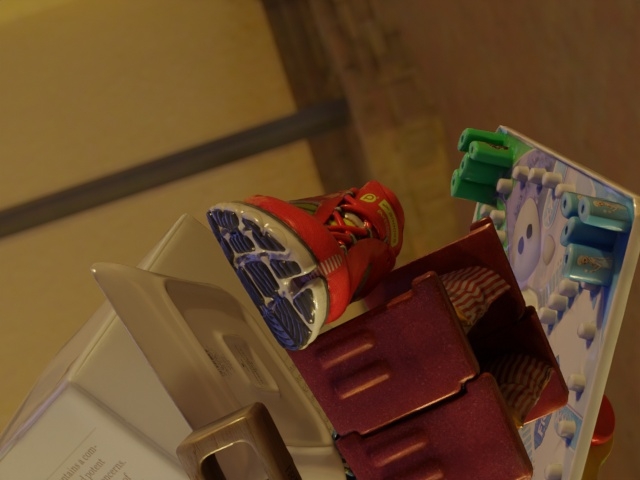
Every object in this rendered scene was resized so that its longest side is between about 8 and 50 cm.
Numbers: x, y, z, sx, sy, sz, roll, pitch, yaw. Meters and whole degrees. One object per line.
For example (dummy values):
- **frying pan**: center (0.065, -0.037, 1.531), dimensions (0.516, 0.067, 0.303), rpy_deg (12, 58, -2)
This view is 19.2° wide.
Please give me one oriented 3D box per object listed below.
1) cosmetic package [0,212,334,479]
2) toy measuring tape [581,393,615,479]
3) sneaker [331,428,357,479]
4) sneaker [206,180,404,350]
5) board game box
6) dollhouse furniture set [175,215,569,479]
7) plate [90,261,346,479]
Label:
- **cosmetic package**: center (-0.143, 0.258, 2.189), dimensions (0.394, 0.329, 0.327), rpy_deg (39, -138, -7)
- **toy measuring tape**: center (0.299, 0.263, 2.100), dimensions (0.330, 0.121, 0.121), rpy_deg (63, 179, 3)
- **sneaker**: center (0.033, 0.217, 1.982), dimensions (0.059, 0.053, 0.144), rpy_deg (-1, -79, -74)
- **sneaker**: center (0.000, 0.000, 1.239), dimensions (0.107, 0.118, 0.279), rpy_deg (58, 177, 1)
- **board game box**: center (0.152, 0.112, 1.667), dimensions (0.390, 0.050, 0.390), rpy_deg (-133, 55, -73)
- **dollhouse furniture set**: center (-0.025, 0.144, 1.343), dimensions (0.152, 0.374, 0.201), rpy_deg (63, -163, -4)
- **plate**: center (-0.084, 0.133, 1.851), dimensions (0.277, 0.045, 0.278), rpy_deg (56, -167, 17)
